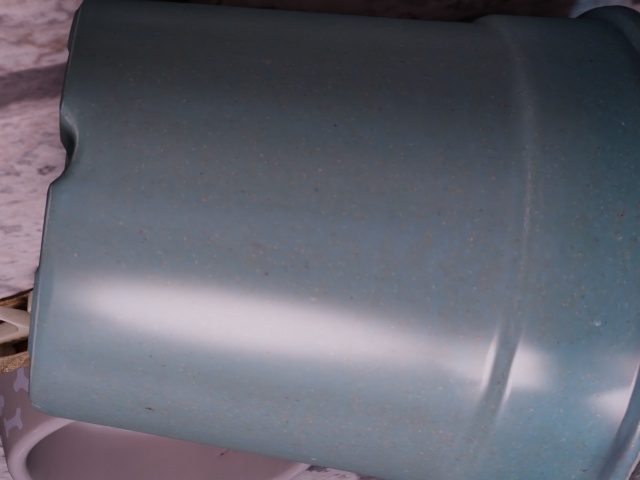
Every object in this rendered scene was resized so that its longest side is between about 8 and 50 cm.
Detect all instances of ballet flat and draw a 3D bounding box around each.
[{"bbox_3d":[-0.243,0.070,1.034,0.206,0.073,0.067,-23,148,20],"label":"ballet flat"}]

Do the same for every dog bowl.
[{"bbox_3d":[-0.153,0.174,1.200,0.348,0.102,0.349,-6,148,-4],"label":"dog bowl"}]

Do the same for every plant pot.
[{"bbox_3d":[0.000,0.000,0.760,0.334,0.341,0.341,7,147,-10],"label":"plant pot"}]
